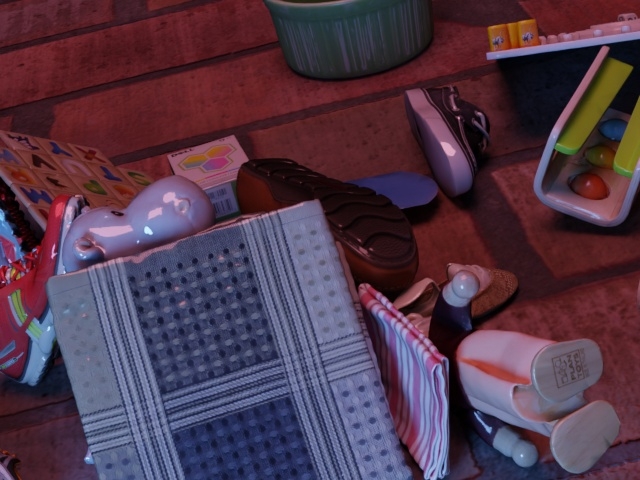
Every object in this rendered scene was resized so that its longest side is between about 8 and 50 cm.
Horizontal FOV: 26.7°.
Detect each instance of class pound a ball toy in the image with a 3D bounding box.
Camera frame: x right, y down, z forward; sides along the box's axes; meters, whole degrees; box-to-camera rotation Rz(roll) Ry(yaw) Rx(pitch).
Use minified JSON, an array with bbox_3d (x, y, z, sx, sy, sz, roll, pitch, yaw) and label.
[{"bbox_3d":[0.410,-0.106,1.763,0.208,0.136,0.319,22,39,13],"label":"pound a ball toy"}]

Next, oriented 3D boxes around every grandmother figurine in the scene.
[{"bbox_3d":[0.161,0.131,1.366,0.104,0.208,0.342,-10,4,-22],"label":"grandmother figurine"}]

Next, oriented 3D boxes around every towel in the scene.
[{"bbox_3d":[0.082,0.145,1.415,0.029,0.144,0.197,-12,26,-19],"label":"towel"},{"bbox_3d":[-0.095,0.142,1.388,0.312,0.324,0.056,-16,-10,-6],"label":"towel"}]

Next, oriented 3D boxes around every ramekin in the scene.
[{"bbox_3d":[0.056,-0.404,2.367,0.303,0.148,0.303,-10,30,5],"label":"ramekin"}]

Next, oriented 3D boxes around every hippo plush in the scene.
[{"bbox_3d":[-0.189,0.053,1.541,0.294,0.237,0.234,-30,11,1],"label":"hippo plush"}]

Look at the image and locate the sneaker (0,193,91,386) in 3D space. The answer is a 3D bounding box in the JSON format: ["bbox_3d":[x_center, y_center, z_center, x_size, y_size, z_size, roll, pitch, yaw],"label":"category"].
[{"bbox_3d":[-0.349,0.058,1.603,0.118,0.279,0.107,23,31,-2],"label":"sneaker"}]

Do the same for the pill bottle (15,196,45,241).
[{"bbox_3d":[-0.456,-0.006,1.927,0.193,0.108,0.108,-13,30,2],"label":"pill bottle"}]

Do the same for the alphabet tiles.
[{"bbox_3d":[-0.299,-0.056,1.841,0.285,0.011,0.342,9,25,-43],"label":"alphabet tiles"}]

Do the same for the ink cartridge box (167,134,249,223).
[{"bbox_3d":[-0.163,-0.100,2.019,0.109,0.062,0.209,-18,30,-8],"label":"ink cartridge box"}]

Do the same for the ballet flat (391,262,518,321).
[{"bbox_3d":[0.150,0.068,1.600,0.206,0.067,0.073,-28,33,-25],"label":"ballet flat"}]

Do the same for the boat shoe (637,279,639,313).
[{"bbox_3d":[0.446,0.023,1.547,0.081,0.079,0.227,11,34,43],"label":"boat shoe"}]

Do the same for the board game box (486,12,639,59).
[{"bbox_3d":[0.448,-0.327,2.036,0.389,0.050,0.390,-7,8,10],"label":"board game box"}]

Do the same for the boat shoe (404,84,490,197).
[{"bbox_3d":[0.195,-0.154,1.937,0.102,0.108,0.301,-15,22,0],"label":"boat shoe"}]

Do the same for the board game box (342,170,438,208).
[{"bbox_3d":[0.080,-0.050,1.871,0.168,0.033,0.133,-11,24,-7],"label":"board game box"}]

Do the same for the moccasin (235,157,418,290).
[{"bbox_3d":[-0.003,0.000,1.721,0.139,0.147,0.380,-7,18,-34],"label":"moccasin"}]

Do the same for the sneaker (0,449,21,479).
[{"bbox_3d":[-0.370,0.258,1.482,0.083,0.084,0.215,-12,30,-26],"label":"sneaker"}]

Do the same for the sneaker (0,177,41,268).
[{"bbox_3d":[-0.469,-0.020,1.822,0.125,0.262,0.104,-28,-1,3],"label":"sneaker"}]
